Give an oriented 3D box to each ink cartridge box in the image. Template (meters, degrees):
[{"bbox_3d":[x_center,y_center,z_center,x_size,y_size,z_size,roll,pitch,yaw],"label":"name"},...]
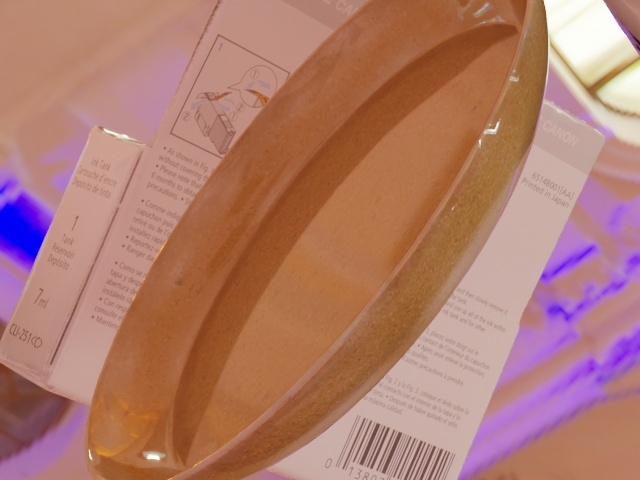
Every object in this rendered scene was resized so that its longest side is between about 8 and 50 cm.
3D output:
[{"bbox_3d":[0.000,0.000,1.069,0.066,0.296,0.261,21,-94,52],"label":"ink cartridge box"}]

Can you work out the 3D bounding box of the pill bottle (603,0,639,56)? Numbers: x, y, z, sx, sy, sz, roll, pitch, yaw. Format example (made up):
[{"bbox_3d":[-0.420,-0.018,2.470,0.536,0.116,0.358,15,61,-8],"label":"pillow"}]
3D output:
[{"bbox_3d":[0.229,-0.138,0.799,0.224,0.392,0.224,-6,-106,21],"label":"pill bottle"}]

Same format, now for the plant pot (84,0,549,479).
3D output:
[{"bbox_3d":[0.002,-0.004,0.666,0.236,0.032,0.236,-46,-161,21],"label":"plant pot"}]
